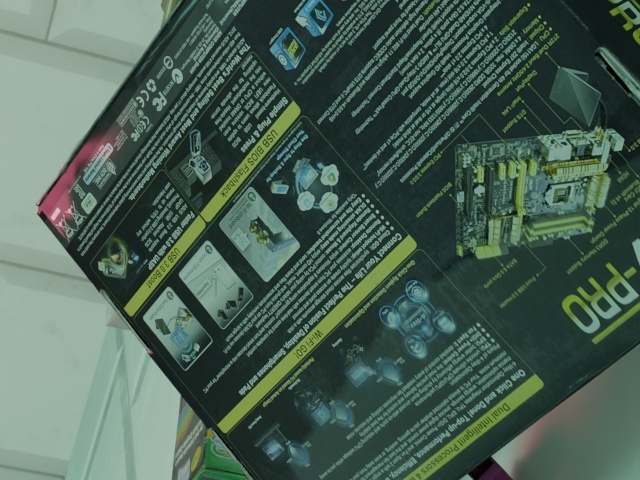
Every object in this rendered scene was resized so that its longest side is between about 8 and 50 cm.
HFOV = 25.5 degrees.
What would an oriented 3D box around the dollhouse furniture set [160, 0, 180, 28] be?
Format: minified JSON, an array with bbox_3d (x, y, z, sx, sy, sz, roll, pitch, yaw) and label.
[{"bbox_3d":[0.000,0.000,1.060,0.174,0.303,0.355,-120,43,-58],"label":"dollhouse furniture set"}]

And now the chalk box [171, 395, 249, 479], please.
[{"bbox_3d":[-0.073,0.220,1.448,0.132,0.132,0.213,124,153,-51],"label":"chalk box"}]

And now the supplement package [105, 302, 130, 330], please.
[{"bbox_3d":[-0.131,0.013,1.690,0.194,0.203,0.149,120,157,-46],"label":"supplement package"}]

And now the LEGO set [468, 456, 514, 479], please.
[{"bbox_3d":[0.079,0.173,1.049,0.087,0.093,0.227,-45,12,0],"label":"LEGO set"}]

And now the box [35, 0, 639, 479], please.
[{"bbox_3d":[0.031,-0.024,0.826,0.097,0.318,0.395,-28,-15,-49],"label":"box"}]
